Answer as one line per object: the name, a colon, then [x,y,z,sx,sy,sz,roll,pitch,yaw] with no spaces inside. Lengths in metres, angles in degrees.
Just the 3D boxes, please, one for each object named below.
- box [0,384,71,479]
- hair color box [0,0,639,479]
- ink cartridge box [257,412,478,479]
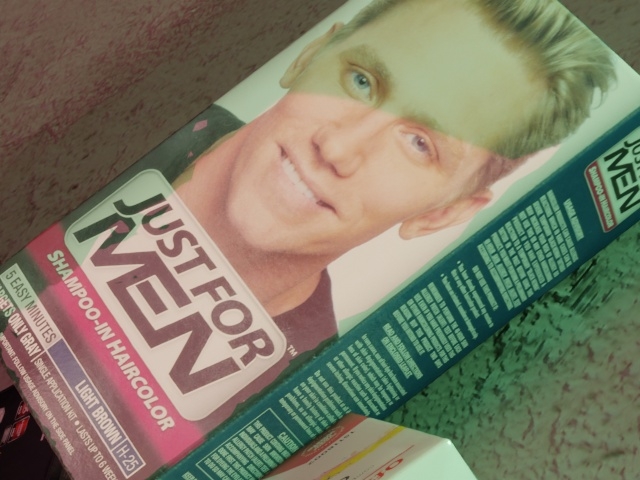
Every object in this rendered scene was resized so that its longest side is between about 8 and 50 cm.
box: [-0.220,0.189,1.045,0.175,0.051,0.220,-28,31,27]
hair color box: [0.000,0.000,0.852,0.347,0.105,0.174,-38,57,-3]
ink cartridge box: [0.013,0.140,0.705,0.115,0.067,0.198,-36,7,-14]
